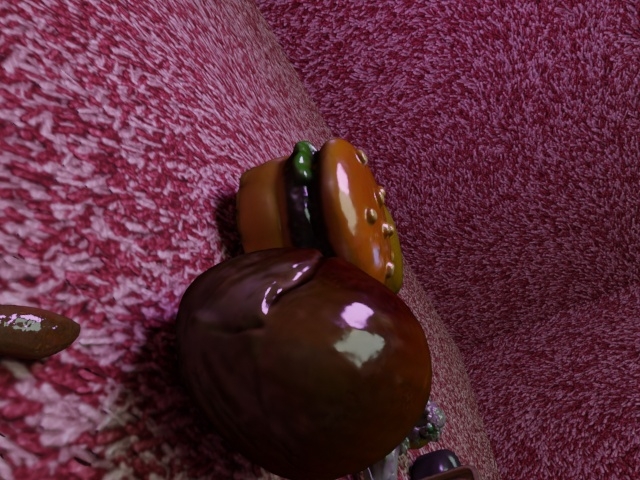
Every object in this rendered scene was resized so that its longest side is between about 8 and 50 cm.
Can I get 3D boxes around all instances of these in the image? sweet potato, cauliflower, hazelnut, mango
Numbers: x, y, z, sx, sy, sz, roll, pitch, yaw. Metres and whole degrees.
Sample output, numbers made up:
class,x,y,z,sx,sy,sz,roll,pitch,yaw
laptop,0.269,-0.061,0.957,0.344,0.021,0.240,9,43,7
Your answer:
class,x,y,z,sx,sy,sz,roll,pitch,yaw
sweet potato,-0.312,0.068,0.381,0.214,0.050,0.050,36,31,-52
cauliflower,0.134,0.429,0.967,0.256,0.239,0.315,105,-3,-52
hazelnut,-0.027,0.164,0.624,0.372,0.372,0.315,37,69,-56
mango,0.208,0.020,1.737,0.445,0.221,0.301,67,14,3

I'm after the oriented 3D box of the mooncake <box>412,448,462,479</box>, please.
class,x,y,z,sx,sy,sz,roll,pitch,yaw
mooncake,0.359,0.726,1.257,0.245,0.133,0.245,45,25,-28

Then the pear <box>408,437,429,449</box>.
class,x,y,z,sx,sy,sz,roll,pitch,yaw
pear,0.252,0.502,1.241,0.162,0.149,0.149,69,17,3

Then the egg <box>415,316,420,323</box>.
class,x,y,z,sx,sy,sz,roll,pitch,yaw
egg,0.312,0.336,1.691,0.181,0.141,0.141,53,17,-4

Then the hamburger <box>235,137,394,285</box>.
class,x,y,z,sx,sy,sz,roll,pitch,yaw
hamburger,0.013,-0.036,0.990,0.396,0.277,0.395,-13,90,-72

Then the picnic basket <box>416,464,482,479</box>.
class,x,y,z,sx,sy,sz,roll,pitch,yaw
picnic basket,0.137,0.494,0.605,0.175,0.313,0.228,60,16,-6
